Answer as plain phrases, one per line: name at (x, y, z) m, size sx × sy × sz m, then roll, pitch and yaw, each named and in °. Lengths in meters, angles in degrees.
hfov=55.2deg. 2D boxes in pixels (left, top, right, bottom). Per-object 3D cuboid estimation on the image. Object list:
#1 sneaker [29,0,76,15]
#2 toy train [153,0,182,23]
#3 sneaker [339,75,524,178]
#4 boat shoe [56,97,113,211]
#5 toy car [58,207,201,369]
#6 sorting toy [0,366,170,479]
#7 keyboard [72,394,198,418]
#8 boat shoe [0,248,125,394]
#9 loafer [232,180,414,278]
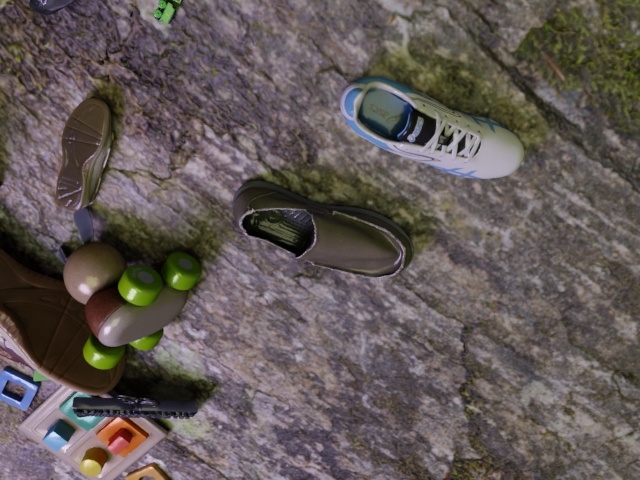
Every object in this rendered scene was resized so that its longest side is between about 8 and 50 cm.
sneaker at (-0.352, -0.348, 0.664) m, size 0.106 × 0.078 × 0.234 m, roll -35°, pitch 110°, yaw 16°
toy train at (-0.168, -0.291, 0.711) m, size 0.023 × 0.017 × 0.083 m, roll 27°, pitch 115°, yaw -19°
sneaker at (0.134, -0.126, 0.730) m, size 0.237 × 0.086 × 0.085 m, roll 19°, pitch 114°, yaw -6°
boat shoe at (-0.302, -0.112, 0.797) m, size 0.056 × 0.048 × 0.153 m, roll 21°, pitch 109°, yaw 8°
toy car at (-0.289, 0.048, 0.843) m, size 0.188 × 0.149 × 0.155 m, roll 43°, pitch 117°, yaw 14°
sorting toy at (-0.376, 0.320, 1.001) m, size 0.196 × 0.047 × 0.347 m, roll -40°, pitch 107°, yaw 20°
keyboard at (-0.278, 0.255, 0.924) m, size 0.180 × 0.023 × 0.108 m, roll 6°, pitch 151°, yaw -16°
boat shoe at (-0.439, 0.109, 0.883) m, size 0.342 × 0.123 × 0.123 m, roll 41°, pitch 142°, yaw -26°
loafer at (0.000, 0.000, 0.797) m, size 0.251 × 0.087 × 0.094 m, roll 16°, pitch 116°, yaw -3°
